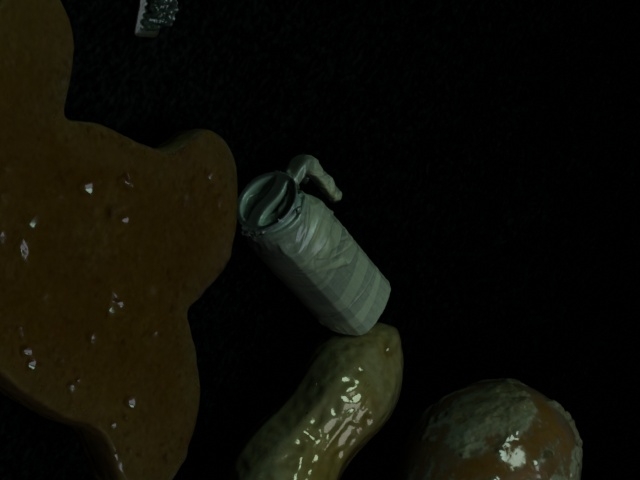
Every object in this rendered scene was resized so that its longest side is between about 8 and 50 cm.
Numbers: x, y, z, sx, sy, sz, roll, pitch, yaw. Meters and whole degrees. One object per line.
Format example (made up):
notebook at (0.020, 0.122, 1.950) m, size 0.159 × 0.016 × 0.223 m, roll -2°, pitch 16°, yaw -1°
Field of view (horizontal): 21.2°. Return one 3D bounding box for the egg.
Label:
egg at (0.182, 0.266, 1.907) m, size 0.245 × 0.203 × 0.203 m, roll -47°, pitch 137°, yaw -14°

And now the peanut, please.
peanut at (-0.004, 0.193, 1.723) m, size 0.111 × 0.125 × 0.274 m, roll 43°, pitch 66°, yaw -12°

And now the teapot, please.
teapot at (0.000, 0.000, 1.667) m, size 0.107 × 0.077 × 0.200 m, roll -59°, pitch 140°, yaw -16°

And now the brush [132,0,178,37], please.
brush at (-0.125, -0.263, 1.440) m, size 0.034 × 0.027 × 0.190 m, roll -2°, pitch 108°, yaw -50°

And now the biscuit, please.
biscuit at (-0.219, 0.003, 1.391) m, size 0.394 × 0.076 × 0.368 m, roll 26°, pitch 71°, yaw -53°
